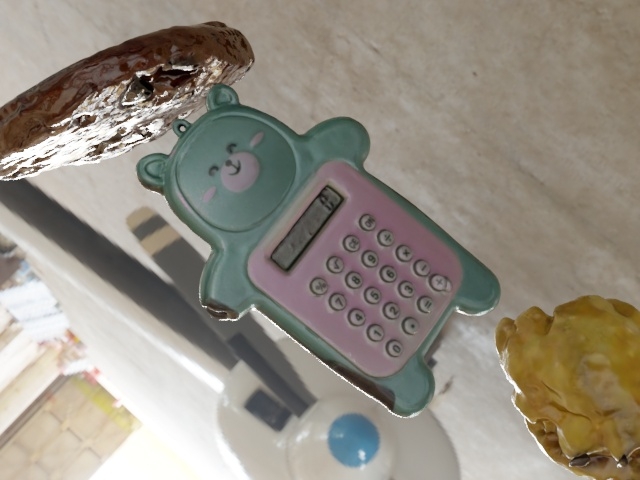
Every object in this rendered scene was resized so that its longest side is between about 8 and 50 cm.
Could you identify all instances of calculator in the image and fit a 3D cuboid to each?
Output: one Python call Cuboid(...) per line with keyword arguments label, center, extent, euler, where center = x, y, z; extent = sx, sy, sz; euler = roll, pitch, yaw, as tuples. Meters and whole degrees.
Cuboid(label="calculator", center=(0.000, 0.000, 0.336), extent=(0.141, 0.094, 0.019), euler=(38, 164, -5))

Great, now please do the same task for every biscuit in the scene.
Cuboid(label="biscuit", center=(-0.130, -0.090, 0.590), extent=(0.049, 0.192, 0.192), euler=(61, 160, -4))

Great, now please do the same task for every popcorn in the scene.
Cuboid(label="popcorn", center=(0.308, 0.174, 0.982), extent=(0.254, 0.191, 0.190), euler=(57, 142, 20))
